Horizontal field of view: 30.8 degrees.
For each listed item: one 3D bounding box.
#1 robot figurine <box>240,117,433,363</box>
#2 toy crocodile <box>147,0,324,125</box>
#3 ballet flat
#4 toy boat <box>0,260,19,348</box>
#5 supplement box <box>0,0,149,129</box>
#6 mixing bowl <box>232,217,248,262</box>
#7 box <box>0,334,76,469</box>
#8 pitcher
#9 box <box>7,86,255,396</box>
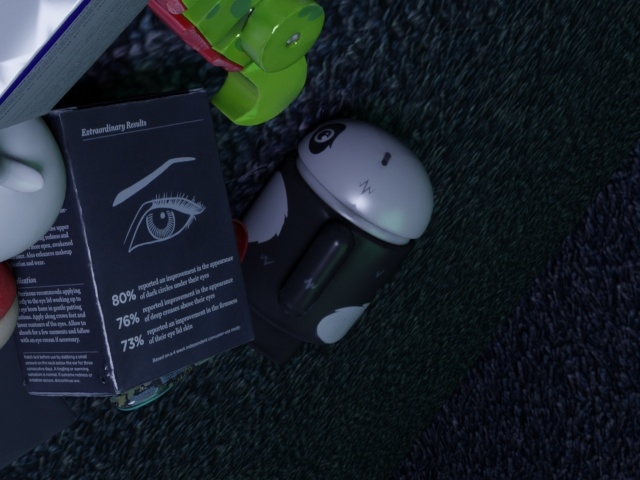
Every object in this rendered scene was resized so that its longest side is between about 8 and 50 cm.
[{"bbox_3d":[-0.002,-0.002,1.267,0.174,0.209,0.278,18,117,-45],"label":"robot figurine"},{"bbox_3d":[-0.085,-0.184,0.812,0.105,0.115,0.340,-47,161,-1],"label":"toy crocodile"},{"bbox_3d":[-0.170,0.125,1.345,0.188,0.070,0.070,-33,157,-38],"label":"ballet flat"},{"bbox_3d":[-0.327,0.041,0.770,0.231,0.151,0.151,-36,128,-28],"label":"toy boat"},{"bbox_3d":[-0.170,-0.135,0.612,0.114,0.111,0.220,-47,-172,7],"label":"supplement box"},{"bbox_3d":[-0.165,0.018,1.069,0.181,0.098,0.181,-39,160,-17],"label":"mixing bowl"},{"bbox_3d":[-0.346,0.171,0.886,0.261,0.103,0.184,-32,-171,-36],"label":"box"},{"bbox_3d":[-0.226,-0.047,0.683,0.207,0.178,0.125,24,80,-62],"label":"pitcher"},{"bbox_3d":[-0.153,-0.002,0.876,0.108,0.207,0.153,-6,-173,39],"label":"box"}]
